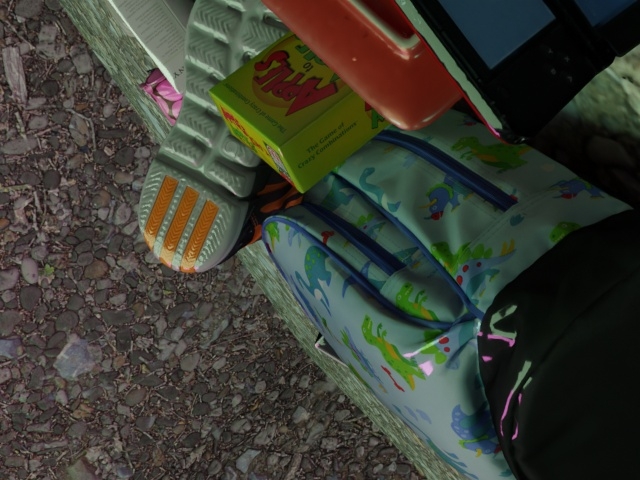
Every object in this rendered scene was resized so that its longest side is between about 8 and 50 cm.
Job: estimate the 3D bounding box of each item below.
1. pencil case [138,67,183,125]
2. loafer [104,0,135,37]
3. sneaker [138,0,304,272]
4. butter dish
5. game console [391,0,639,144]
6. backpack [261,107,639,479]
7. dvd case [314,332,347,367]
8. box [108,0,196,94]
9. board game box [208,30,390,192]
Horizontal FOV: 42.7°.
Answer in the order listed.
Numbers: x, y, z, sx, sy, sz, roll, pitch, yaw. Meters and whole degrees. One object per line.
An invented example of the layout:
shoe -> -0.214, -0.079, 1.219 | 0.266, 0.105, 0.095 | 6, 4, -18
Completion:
pencil case -> -0.251, -0.243, 1.569 | 0.209, 0.098, 0.095 | 56, 169, -29
loafer -> -0.302, -0.435, 1.157 | 0.319, 0.112, 0.111 | 52, 134, 3
sneaker -> -0.037, -0.127, 0.707 | 0.125, 0.321, 0.180 | 36, -159, 12
butter dish -> 0.064, -0.152, 0.445 | 0.160, 0.160, 0.118 | 47, -167, 19
game console -> 0.086, -0.133, 0.326 | 0.144, 0.124, 0.085 | 52, 141, -3
backpack -> 0.113, 0.037, 0.631 | 0.290, 0.273, 0.355 | 54, -171, -42
dvd case -> 0.120, 0.108, 0.847 | 0.239, 0.029, 0.179 | 33, -144, -6
box -> -0.208, -0.326, 0.947 | 0.322, 0.059, 0.232 | 54, -164, -11
board game box -> 0.027, -0.119, 0.538 | 0.092, 0.181, 0.043 | 42, 166, 42
